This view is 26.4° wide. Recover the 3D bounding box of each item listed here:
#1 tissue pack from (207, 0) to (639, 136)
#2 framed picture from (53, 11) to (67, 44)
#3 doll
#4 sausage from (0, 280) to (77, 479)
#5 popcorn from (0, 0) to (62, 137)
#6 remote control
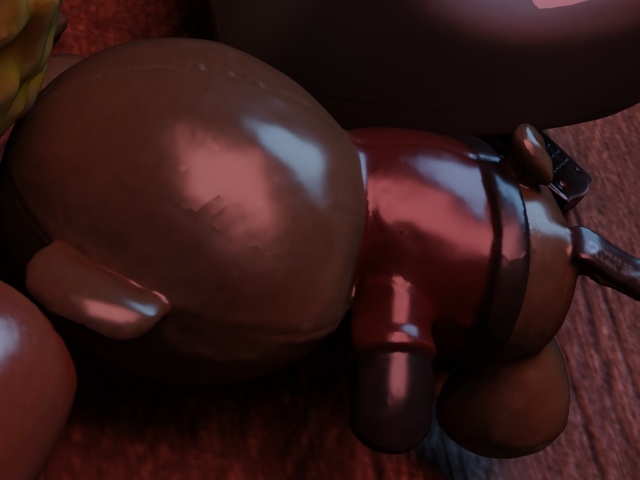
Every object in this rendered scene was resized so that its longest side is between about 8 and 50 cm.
[{"bbox_3d":[0.085,-0.187,0.894,0.333,0.236,0.229,-1,69,-19],"label":"tissue pack"},{"bbox_3d":[-0.324,-0.170,0.750,0.324,0.020,0.240,38,39,-4],"label":"framed picture"},{"bbox_3d":[0.000,0.000,0.698,0.329,0.174,0.235,12,35,-22],"label":"doll"},{"bbox_3d":[-0.200,0.124,0.475,0.121,0.121,0.304,33,38,-2],"label":"sausage"},{"bbox_3d":[-0.244,-0.130,0.572,0.293,0.237,0.293,9,52,-12],"label":"popcorn"},{"bbox_3d":[0.109,-0.098,1.001,0.212,0.028,0.059,43,36,9],"label":"remote control"}]
